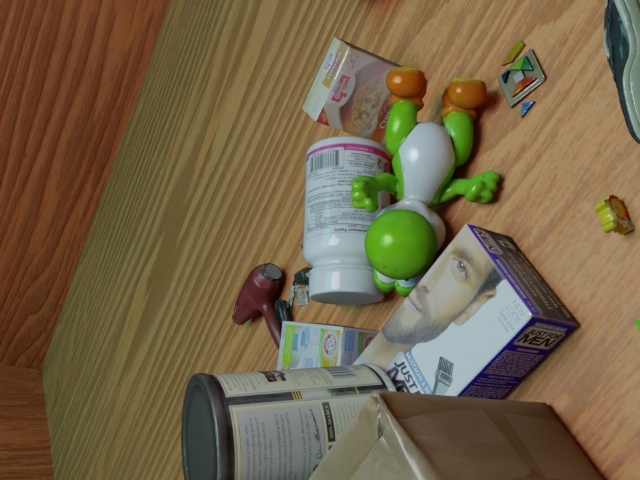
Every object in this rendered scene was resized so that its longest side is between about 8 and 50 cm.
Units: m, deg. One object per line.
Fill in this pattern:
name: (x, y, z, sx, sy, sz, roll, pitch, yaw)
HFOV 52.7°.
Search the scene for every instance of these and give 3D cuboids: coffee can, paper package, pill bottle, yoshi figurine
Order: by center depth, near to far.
paper package: (0.141, 0.345, 0.782, 0.309, 0.325, 0.168, -59, 39, 25)
coffee can: (-0.043, 0.286, 0.933, 0.201, 0.275, 0.201, -178, 90, -65)
yoshi figurine: (0.155, -0.085, 1.025, 0.203, 0.203, 0.362, 13, 94, 50)
pill bottle: (0.048, -0.032, 1.184, 0.160, 0.160, 0.283, -19, 65, 52)

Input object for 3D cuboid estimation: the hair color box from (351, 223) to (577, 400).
hair color box: (0.192, 0.164, 0.964, 0.339, 0.110, 0.185, -55, 39, 27)

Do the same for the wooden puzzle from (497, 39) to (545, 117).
wooden puzzle: (0.309, -0.253, 1.005, 0.078, 0.014, 0.116, -49, 44, 36)

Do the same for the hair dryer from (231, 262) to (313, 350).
hair dryer: (-0.121, 0.162, 1.444, 0.293, 0.080, 0.223, -2, 79, 56)

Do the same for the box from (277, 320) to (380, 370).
box: (0.018, 0.213, 1.202, 0.203, 0.103, 0.114, -4, 77, 55)

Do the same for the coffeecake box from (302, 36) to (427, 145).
coffeecake box: (0.081, -0.268, 1.188, 0.142, 0.185, 0.068, -64, 36, 20)

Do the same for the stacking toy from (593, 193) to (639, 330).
stacking toy: (0.422, 0.011, 0.729, 0.167, 0.052, 0.221, -38, 52, 46)

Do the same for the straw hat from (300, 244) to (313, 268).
straw hat: (0.017, 0.050, 1.286, 0.061, 0.144, 0.144, -29, 45, -2)

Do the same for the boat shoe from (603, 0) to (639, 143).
boat shoe: (0.407, -0.227, 0.819, 0.079, 0.084, 0.233, 77, -171, -79)
